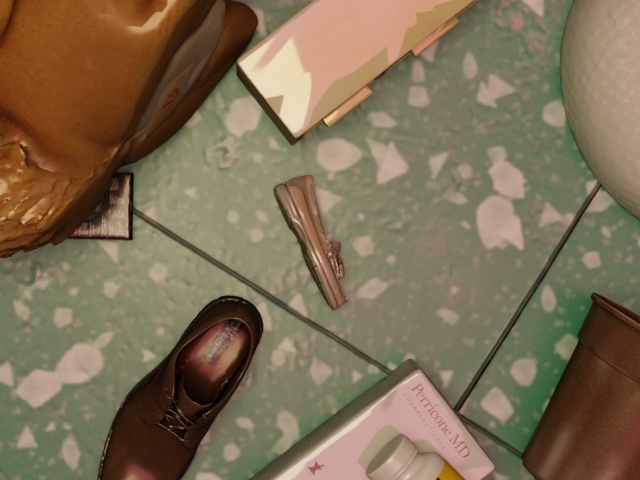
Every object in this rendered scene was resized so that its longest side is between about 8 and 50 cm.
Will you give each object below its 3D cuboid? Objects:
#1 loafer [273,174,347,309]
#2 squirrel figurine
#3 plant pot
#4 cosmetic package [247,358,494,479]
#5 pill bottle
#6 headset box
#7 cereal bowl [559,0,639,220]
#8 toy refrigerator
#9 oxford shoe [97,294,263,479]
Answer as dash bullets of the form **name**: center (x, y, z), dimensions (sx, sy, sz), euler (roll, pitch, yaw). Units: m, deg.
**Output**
- **loafer**: center (0.000, 0.000, 1.162), dimensions (0.039, 0.045, 0.125), euler (-26, 89, -10)
- **squirrel figurine**: center (-0.289, -0.196, 1.035), dimensions (0.370, 0.281, 0.397), euler (36, 86, 3)
- **plant pot**: center (0.270, 0.158, 1.126), dimensions (0.167, 0.167, 0.165), euler (30, 96, -3)
- **cosmetic package**: center (0.027, 0.221, 1.144), dimensions (0.231, 0.085, 0.117), euler (-38, 93, -1)
- **pill bottle**: center (0.095, 0.219, 1.076), dimensions (0.116, 0.065, 0.065), euler (44, 88, -4)
- **headset box**: center (-0.211, -0.031, 1.152), dimensions (0.083, 0.032, 0.062), euler (0, 90, -3)
- **cereal bowl**: center (0.392, -0.155, 1.135), dimensions (0.339, 0.141, 0.339), euler (0, 91, -2)
- **toy refrigerator**: center (0.059, -0.198, 1.133), dimensions (0.269, 0.102, 0.094), euler (-38, 93, -3)
- **oxford shoe**: center (-0.131, 0.150, 1.129), dimensions (0.083, 0.096, 0.227), euler (30, 90, -5)
